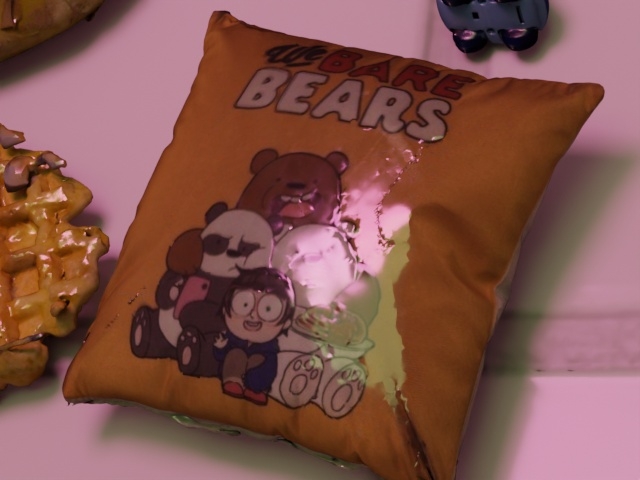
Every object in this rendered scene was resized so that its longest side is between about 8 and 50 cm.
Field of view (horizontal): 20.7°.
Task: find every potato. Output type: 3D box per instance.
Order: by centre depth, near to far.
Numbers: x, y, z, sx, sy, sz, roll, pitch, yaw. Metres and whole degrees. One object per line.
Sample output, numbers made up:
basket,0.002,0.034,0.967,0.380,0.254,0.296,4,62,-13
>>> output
potato,-0.241,-0.204,1.394,0.225,0.090,0.117,-32,42,7

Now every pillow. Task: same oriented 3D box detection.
pillow,0.000,0.000,1.172,0.310,0.119,0.312,12,70,31

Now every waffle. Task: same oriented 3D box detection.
waffle,-0.293,0.031,1.313,0.280,0.060,0.262,27,79,32

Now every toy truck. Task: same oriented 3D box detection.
toy truck,0.102,-0.179,1.264,0.136,0.063,0.074,3,45,25
